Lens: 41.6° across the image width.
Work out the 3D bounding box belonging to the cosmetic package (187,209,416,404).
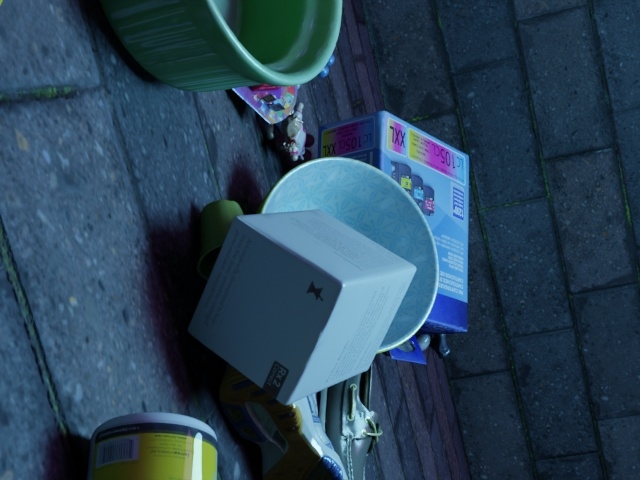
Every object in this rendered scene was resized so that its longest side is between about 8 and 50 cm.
[{"bbox_3d":[-0.017,0.066,0.950,0.184,0.151,0.151,-6,124,-59],"label":"cosmetic package"}]

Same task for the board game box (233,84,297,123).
[{"bbox_3d":[-0.083,-0.262,1.264,0.169,0.033,0.133,42,52,-33],"label":"board game box"}]

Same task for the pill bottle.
[{"bbox_3d":[-0.131,0.233,0.643,0.103,0.103,0.184,59,23,-55],"label":"pill bottle"}]

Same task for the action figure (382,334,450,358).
[{"bbox_3d":[0.110,0.124,1.782,0.341,0.179,0.330,52,-9,31],"label":"action figure"}]

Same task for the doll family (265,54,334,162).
[{"bbox_3d":[-0.064,-0.259,1.405,0.163,0.119,0.262,58,42,-72],"label":"doll family"}]

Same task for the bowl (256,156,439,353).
[{"bbox_3d":[0.009,0.038,1.227,0.156,0.290,0.289,-33,-119,57],"label":"bowl"}]

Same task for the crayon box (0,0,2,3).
[{"bbox_3d":[-0.266,-0.240,0.535,0.165,0.081,0.278,65,19,-45],"label":"crayon box"}]

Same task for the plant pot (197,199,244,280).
[{"bbox_3d":[-0.112,-0.004,1.011,0.083,0.083,0.079,59,12,-55],"label":"plant pot"}]

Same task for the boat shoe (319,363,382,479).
[{"bbox_3d":[0.051,0.289,1.392,0.109,0.091,0.304,60,22,-53],"label":"boat shoe"}]

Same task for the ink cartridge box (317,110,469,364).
[{"bbox_3d":[0.126,0.012,1.456,0.270,0.151,0.395,17,71,-45],"label":"ink cartridge box"}]

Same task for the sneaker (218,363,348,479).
[{"bbox_3d":[-0.029,0.236,1.061,0.131,0.112,0.296,-81,156,-58],"label":"sneaker"}]

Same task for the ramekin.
[{"bbox_3d":[-0.114,-0.310,0.937,0.303,0.148,0.303,16,71,-57],"label":"ramekin"}]
